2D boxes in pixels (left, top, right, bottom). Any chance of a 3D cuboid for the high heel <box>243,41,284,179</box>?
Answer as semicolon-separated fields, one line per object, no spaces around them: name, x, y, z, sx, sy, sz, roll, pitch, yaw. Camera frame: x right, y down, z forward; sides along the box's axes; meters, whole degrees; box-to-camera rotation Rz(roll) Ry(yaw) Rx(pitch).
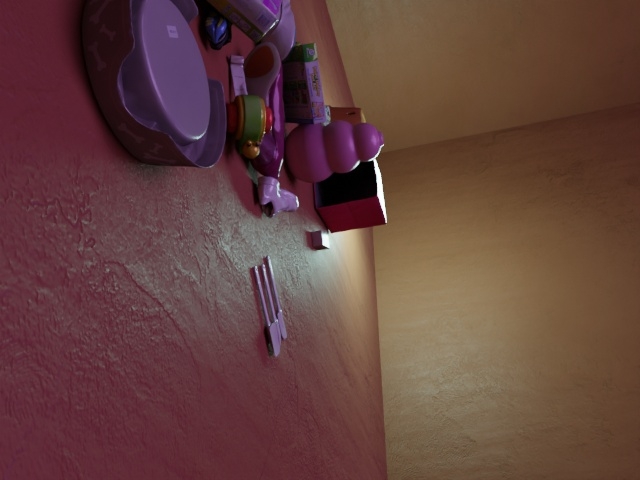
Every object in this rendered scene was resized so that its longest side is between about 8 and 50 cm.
high heel;-0.152;-0.360;1.620;0.181;0.127;0.377;59;34;-62

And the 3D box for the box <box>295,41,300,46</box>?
box;-0.103;-0.637;2.080;0.105;0.043;0.179;-75;172;-62

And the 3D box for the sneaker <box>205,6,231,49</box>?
sneaker;-0.250;-0.527;1.441;0.188;0.067;0.078;-87;-176;-51

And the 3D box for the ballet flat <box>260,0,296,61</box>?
ballet flat;-0.161;-0.748;1.882;0.139;0.139;0.400;60;25;-58

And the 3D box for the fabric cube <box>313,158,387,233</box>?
fabric cube;0.124;-0.208;2.422;0.258;0.259;0.254;57;25;-62

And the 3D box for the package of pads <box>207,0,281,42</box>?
package of pads;-0.201;-0.658;1.441;0.229;0.101;0.297;35;38;-29

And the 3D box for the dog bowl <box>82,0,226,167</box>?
dog bowl;-0.277;-0.289;1.008;0.349;0.102;0.349;-10;90;-79

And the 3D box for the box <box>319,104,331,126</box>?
box;0.003;-0.466;2.343;0.233;0.044;0.159;-36;119;-76

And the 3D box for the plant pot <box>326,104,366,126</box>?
plant pot;0.111;-0.501;2.722;0.291;0.203;0.291;-10;90;-78

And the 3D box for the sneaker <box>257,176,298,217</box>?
sneaker;-0.128;-0.103;1.656;0.212;0.080;0.094;36;57;-63

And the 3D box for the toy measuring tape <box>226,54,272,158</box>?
toy measuring tape;-0.185;-0.355;1.449;0.121;0.121;0.330;54;25;-65

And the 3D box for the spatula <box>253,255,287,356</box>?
spatula;-0.128;0.169;1.540;0.168;0.019;0.242;-43;123;-75

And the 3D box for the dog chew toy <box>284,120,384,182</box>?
dog chew toy;0.049;-0.313;1.980;0.206;0.331;0.207;-9;90;-79

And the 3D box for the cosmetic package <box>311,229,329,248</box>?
cosmetic package;0.000;0.000;2.206;0.115;0.041;0.060;33;49;-73

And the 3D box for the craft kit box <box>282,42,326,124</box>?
craft kit box;-0.069;-0.513;1.930;0.250;0.061;0.247;27;-48;62
